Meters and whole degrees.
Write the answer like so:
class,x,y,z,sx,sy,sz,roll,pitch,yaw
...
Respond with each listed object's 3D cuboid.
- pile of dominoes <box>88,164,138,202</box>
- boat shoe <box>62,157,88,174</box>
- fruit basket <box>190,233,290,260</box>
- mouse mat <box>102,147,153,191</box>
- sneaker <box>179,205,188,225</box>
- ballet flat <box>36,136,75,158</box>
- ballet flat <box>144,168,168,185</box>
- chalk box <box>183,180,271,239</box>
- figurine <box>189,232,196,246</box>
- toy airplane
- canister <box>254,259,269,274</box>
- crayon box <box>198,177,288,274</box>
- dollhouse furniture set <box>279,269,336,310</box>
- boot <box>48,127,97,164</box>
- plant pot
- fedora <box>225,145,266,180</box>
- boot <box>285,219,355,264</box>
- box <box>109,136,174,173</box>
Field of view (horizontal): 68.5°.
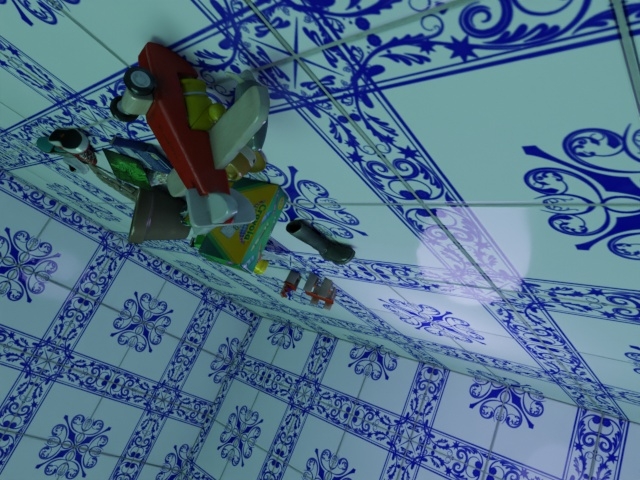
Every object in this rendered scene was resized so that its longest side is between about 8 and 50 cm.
class,x,y,z,sx,sy,sz,roll,pitch,yaw
pile of dominoes,-0.928,-0.264,2.152,0.251,0.040,0.196,33,162,-2
boat shoe,-1.091,-0.329,2.087,0.066,0.063,0.184,26,162,-5
fruit basket,-0.354,0.019,2.072,0.353,0.165,0.327,17,169,-35
mouse mat,-0.703,-0.257,1.713,0.190,0.007,0.152,20,143,19
sneaker,-0.425,-0.103,1.858,0.275,0.107,0.110,5,-179,27
ballet flat,-1.077,-0.375,1.932,0.213,0.072,0.068,15,164,23
ballet flat,-0.660,-0.242,1.772,0.241,0.077,0.091,15,159,25
chalk box,-0.295,-0.060,1.661,0.180,0.179,0.289,9,156,40
figurine,-0.519,0.010,2.318,0.210,0.092,0.215,22,163,-20
toy airplane,-0.239,-0.208,1.035,0.386,0.272,0.384,29,134,29
canister,-0.360,0.101,2.370,0.170,0.073,0.126,31,160,-17
crayon box,-0.236,-0.050,1.454,0.165,0.278,0.081,15,161,26
dollhouse furniture set,-0.055,0.261,2.332,0.259,0.135,0.262,20,161,13
boot,-0.899,-0.342,1.788,0.244,0.088,0.176,18,164,38
plant pot,-0.660,-0.096,1.962,0.229,0.262,0.263,13,167,-24
fedora,-0.247,-0.222,1.306,0.194,0.079,0.194,22,163,7
boot,0.000,0.002,1.664,0.190,0.076,0.208,0,144,47
box,-0.605,-0.290,1.630,0.225,0.036,0.136,17,161,27
